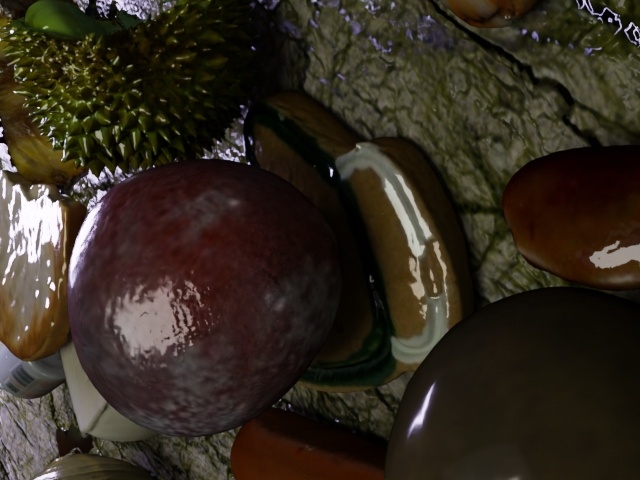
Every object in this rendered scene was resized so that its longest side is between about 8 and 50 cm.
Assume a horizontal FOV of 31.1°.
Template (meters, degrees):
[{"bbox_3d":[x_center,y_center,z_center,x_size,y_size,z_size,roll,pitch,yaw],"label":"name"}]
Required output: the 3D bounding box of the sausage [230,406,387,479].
[{"bbox_3d":[0.026,0.237,1.095,0.348,0.094,0.097,9,116,52],"label":"sausage"}]

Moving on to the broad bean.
[{"bbox_3d":[0.193,-0.016,0.733,0.084,0.114,0.165,46,164,-31],"label":"broad bean"}]

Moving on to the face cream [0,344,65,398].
[{"bbox_3d":[-0.420,0.179,1.677,0.252,0.101,0.101,-33,78,55],"label":"face cream"}]

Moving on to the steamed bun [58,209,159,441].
[{"bbox_3d":[-0.194,0.087,1.264,0.146,0.164,0.241,-53,48,49],"label":"steamed bun"}]

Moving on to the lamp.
[{"bbox_3d":[-0.306,0.376,1.489,0.250,0.250,0.284,-46,55,52],"label":"lamp"}]

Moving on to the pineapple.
[{"bbox_3d":[-0.279,-0.194,1.307,0.158,0.161,0.334,8,138,12],"label":"pineapple"}]

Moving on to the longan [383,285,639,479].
[{"bbox_3d":[0.165,0.154,0.734,0.258,0.258,0.258,27,126,45],"label":"longan"}]

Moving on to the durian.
[{"bbox_3d":[-0.165,-0.153,1.066,0.200,0.237,0.176,25,132,41],"label":"durian"}]

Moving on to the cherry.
[{"bbox_3d":[-0.110,0.050,0.994,0.285,0.213,0.236,-18,100,45],"label":"cherry"}]

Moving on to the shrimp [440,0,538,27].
[{"bbox_3d":[0.127,-0.275,0.762,0.152,0.063,0.287,58,146,39],"label":"shrimp"}]

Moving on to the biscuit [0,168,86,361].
[{"bbox_3d":[-0.326,0.029,1.279,0.309,0.040,0.204,16,105,55],"label":"biscuit"}]

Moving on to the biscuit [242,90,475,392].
[{"bbox_3d":[-0.002,0.001,1.057,0.344,0.057,0.287,-13,94,55],"label":"biscuit"}]
